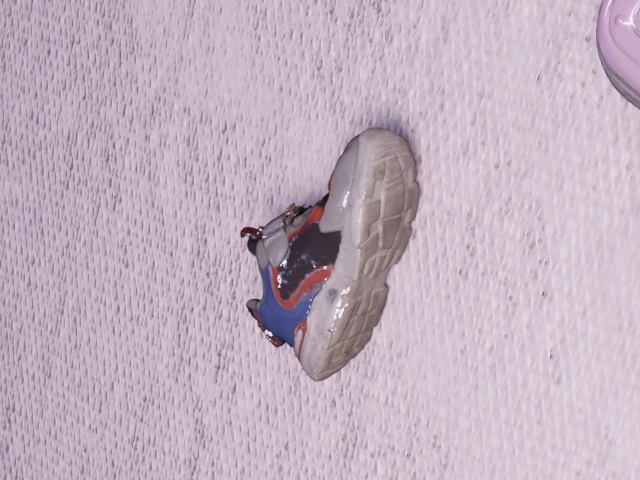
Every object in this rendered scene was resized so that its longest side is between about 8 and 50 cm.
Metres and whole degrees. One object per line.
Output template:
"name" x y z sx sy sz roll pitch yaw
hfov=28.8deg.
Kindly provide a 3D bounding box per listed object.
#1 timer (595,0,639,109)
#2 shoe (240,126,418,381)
"timer" 0.294 -0.159 0.838 0.191 0.069 0.208 45 119 27
"shoe" 0.000 0.000 1.046 0.125 0.099 0.228 28 114 28
